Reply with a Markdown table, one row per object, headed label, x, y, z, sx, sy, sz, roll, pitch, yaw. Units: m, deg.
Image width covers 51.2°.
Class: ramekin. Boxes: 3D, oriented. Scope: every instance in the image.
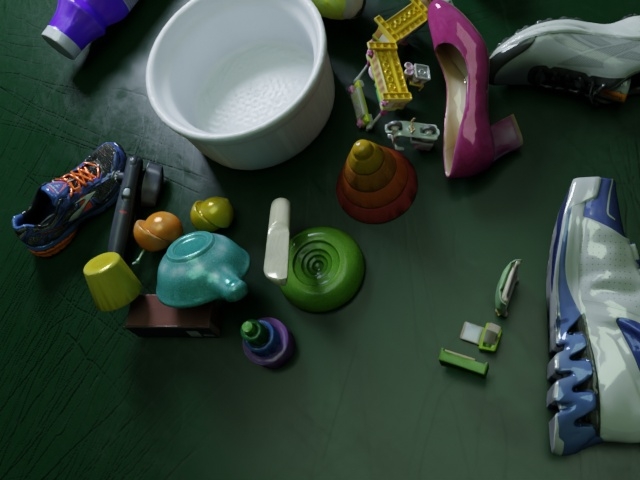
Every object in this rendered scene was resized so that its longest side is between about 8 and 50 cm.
| label | x | y | z | sx | sy | sz | roll | pitch | yaw |
| --- | --- | --- | --- | --- | --- | --- | --- | --- | --- |
| ramekin | -0.110 | -0.242 | 1.017 | 0.277 | 0.135 | 0.277 | -6 | 67 | 13 |

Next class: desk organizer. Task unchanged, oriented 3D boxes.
| label | x | y | z | sx | sy | sz | roll | pitch | yaw |
| --- | --- | --- | --- | --- | --- | --- | --- | --- | --- |
| desk organizer | -0.208 | 0.108 | 0.955 | 0.130 | 0.047 | 0.050 | -1 | 64 | 14 |

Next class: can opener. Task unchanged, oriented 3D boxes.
| label | x | y | z | sx | sy | sz | roll | pitch | yaw |
| --- | --- | --- | --- | --- | --- | --- | --- | --- | --- |
| can opener | -0.297 | -0.042 | 1.027 | 0.073 | 0.059 | 0.186 | 12 | 75 | 3 |

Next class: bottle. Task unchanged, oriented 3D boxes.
| label | x | y | z | sx | sy | sz | roll | pitch | yaw |
| --- | --- | --- | --- | --- | --- | --- | --- | --- | --- |
| bottle | -0.380 | -0.450 | 1.182 | 0.092 | 0.118 | 0.283 | 29 | 80 | 21 |

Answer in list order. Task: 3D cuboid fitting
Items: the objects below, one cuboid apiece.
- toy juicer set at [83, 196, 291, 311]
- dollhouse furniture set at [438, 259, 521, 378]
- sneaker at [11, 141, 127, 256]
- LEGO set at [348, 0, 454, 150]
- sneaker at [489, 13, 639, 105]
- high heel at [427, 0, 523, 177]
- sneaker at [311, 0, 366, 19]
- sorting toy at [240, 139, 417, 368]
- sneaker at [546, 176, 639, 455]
| label | x | y | z | sx | sy | sz | roll | pitch | yaw |
| --- | --- | --- | --- | --- | --- | --- | --- | --- | --- |
| toy juicer set | -0.148 | 0.019 | 0.930 | 0.328 | 0.090 | 0.209 | -3 | 34 | 25 |
| dollhouse furniture set | 0.200 | 0.092 | 0.833 | 0.058 | 0.076 | 0.152 | 17 | 75 | 20 |
| sneaker | -0.392 | -0.070 | 1.052 | 0.083 | 0.087 | 0.221 | 36 | 82 | 24 |
| LEGO set | 0.112 | -0.263 | 1.005 | 0.132 | 0.107 | 0.287 | 16 | 65 | -16 |
| sneaker | 0.358 | -0.237 | 0.909 | 0.271 | 0.100 | 0.108 | -1 | 74 | 15 |
| high heel | 0.177 | -0.209 | 0.922 | 0.117 | 0.082 | 0.244 | -25 | 93 | -13 |
| sneaker | -0.076 | -0.439 | 1.065 | 0.147 | 0.145 | 0.384 | -31 | 51 | -24 |
| sorting toy | 0.000 | 0.000 | 0.897 | 0.127 | 0.126 | 0.366 | 29 | 78 | 23 |
| sneaker | 0.360 | 0.093 | 0.773 | 0.182 | 0.127 | 0.316 | 3 | 77 | 12 |
